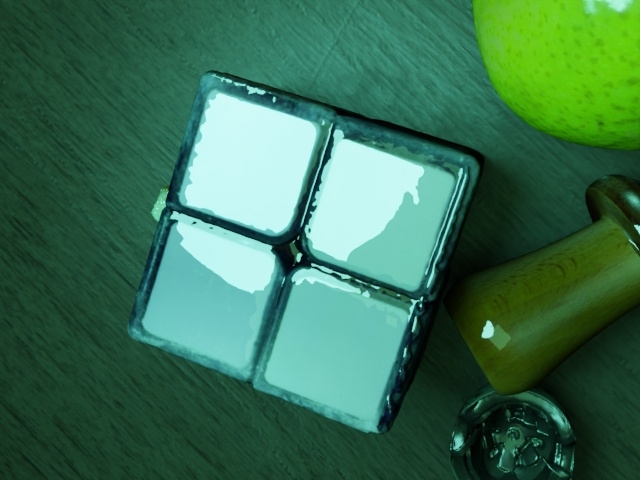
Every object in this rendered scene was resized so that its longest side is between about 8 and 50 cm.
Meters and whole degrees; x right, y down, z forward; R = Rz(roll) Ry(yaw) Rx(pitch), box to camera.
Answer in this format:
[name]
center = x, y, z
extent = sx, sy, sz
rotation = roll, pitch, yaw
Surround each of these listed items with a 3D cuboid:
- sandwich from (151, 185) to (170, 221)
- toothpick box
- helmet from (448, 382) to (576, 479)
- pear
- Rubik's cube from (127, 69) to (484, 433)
[sandwich]
center = -0.185, -0.026, 1.208
extent = 0.093, 0.036, 0.105
rotation = -4, 96, 11
[toothpick box]
center = 0.303, 0.054, 1.021
extent = 0.294, 0.192, 0.192
rotation = -32, 89, 5
[helmet]
center = 0.246, 0.249, 1.113
extent = 0.153, 0.107, 0.177
rotation = 11, 117, 8
[pear]
center = 0.336, -0.268, 0.906
extent = 0.390, 0.391, 0.391
rotation = 1, 96, 12
[Rubik's cube]
center = 0.000, 0.000, 1.028
extent = 0.313, 0.318, 0.316
rotation = 19, 98, 9
